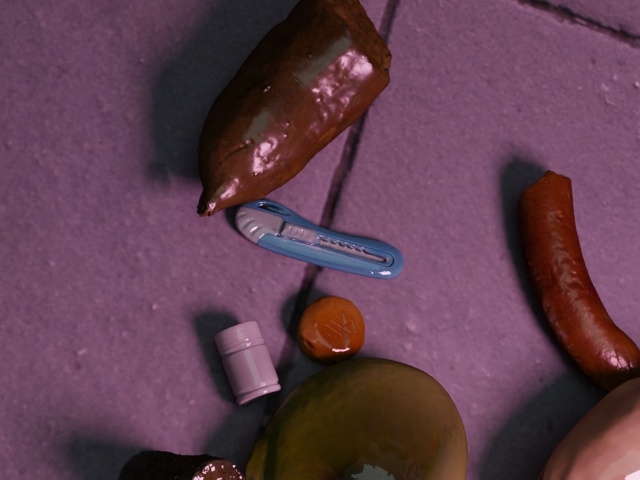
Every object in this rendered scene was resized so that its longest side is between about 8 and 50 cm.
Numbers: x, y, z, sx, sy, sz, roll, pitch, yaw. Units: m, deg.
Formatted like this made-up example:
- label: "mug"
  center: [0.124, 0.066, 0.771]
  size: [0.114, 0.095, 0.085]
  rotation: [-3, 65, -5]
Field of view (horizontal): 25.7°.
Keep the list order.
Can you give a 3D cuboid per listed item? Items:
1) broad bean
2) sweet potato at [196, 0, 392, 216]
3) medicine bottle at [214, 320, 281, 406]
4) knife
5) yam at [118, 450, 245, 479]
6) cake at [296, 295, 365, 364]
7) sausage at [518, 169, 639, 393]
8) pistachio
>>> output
- label: "broad bean"
  center: [0.044, 0.264, 1.625]
  size: [0.291, 0.119, 0.238]
  rotation: [-38, 77, -25]
- label: "sweet potato"
  center: [-0.045, -0.167, 1.724]
  size: [0.158, 0.158, 0.370]
  rotation: [43, 74, 0]
- label: "medicine bottle"
  center: [-0.086, 0.145, 1.656]
  size: [0.057, 0.057, 0.089]
  rotation: [-17, 79, -20]
- label: "knife"
  center: [0.000, 0.000, 1.740]
  size: [0.222, 0.031, 0.064]
  rotation: [17, 66, -11]
- label: "yam"
  center: [-0.148, 0.284, 1.543]
  size: [0.107, 0.183, 0.107]
  rotation: [5, 80, -29]
- label: "cake"
  center: [0.012, 0.110, 1.703]
  size: [0.084, 0.044, 0.084]
  rotation: [5, 71, -16]
- label: "sausage"
  center: [0.322, 0.060, 1.788]
  size: [0.103, 0.076, 0.302]
  rotation: [-15, 78, -19]
- label: "pistachio"
  center: [0.381, 0.276, 1.678]
  size: [0.299, 0.187, 0.187]
  rotation: [-37, 86, -18]
